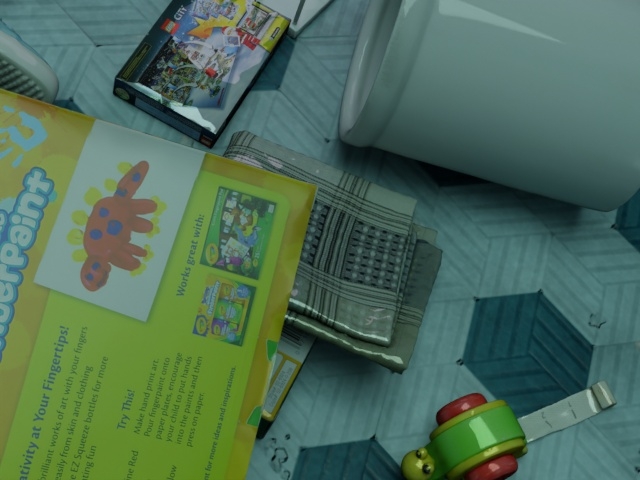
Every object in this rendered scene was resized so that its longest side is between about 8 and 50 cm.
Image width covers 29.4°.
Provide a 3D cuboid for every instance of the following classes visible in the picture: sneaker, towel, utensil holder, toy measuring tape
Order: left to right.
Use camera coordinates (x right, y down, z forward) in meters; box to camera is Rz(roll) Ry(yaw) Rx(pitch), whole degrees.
[{"bbox_3d":[-0.484,-0.313,1.619,0.366,0.135,0.150,33,57,-2],"label":"sneaker"},{"bbox_3d":[0.000,0.000,1.554,0.324,0.056,0.312,26,35,-4],"label":"towel"},{"bbox_3d":[0.255,-0.232,1.653,0.385,0.327,0.328,17,61,-8],"label":"utensil holder"},{"bbox_3d":[0.251,0.232,1.539,0.330,0.121,0.121,-17,69,-21],"label":"toy measuring tape"}]

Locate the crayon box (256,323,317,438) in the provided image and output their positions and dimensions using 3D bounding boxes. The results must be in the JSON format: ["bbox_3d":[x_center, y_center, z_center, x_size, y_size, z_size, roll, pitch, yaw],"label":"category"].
[{"bbox_3d":[-0.163,0.079,1.530,0.323,0.083,0.203,29,61,1],"label":"crayon box"}]

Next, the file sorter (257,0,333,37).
[{"bbox_3d":[-0.072,-0.481,1.779,0.277,0.173,0.193,38,61,7],"label":"file sorter"}]

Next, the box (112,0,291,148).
[{"bbox_3d":[-0.164,-0.260,1.719,0.159,0.044,0.233,29,61,2],"label":"box"}]

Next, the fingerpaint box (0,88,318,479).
[{"bbox_3d":[-0.243,0.111,1.293,0.371,0.163,0.445,16,77,-13],"label":"fingerpaint box"}]
